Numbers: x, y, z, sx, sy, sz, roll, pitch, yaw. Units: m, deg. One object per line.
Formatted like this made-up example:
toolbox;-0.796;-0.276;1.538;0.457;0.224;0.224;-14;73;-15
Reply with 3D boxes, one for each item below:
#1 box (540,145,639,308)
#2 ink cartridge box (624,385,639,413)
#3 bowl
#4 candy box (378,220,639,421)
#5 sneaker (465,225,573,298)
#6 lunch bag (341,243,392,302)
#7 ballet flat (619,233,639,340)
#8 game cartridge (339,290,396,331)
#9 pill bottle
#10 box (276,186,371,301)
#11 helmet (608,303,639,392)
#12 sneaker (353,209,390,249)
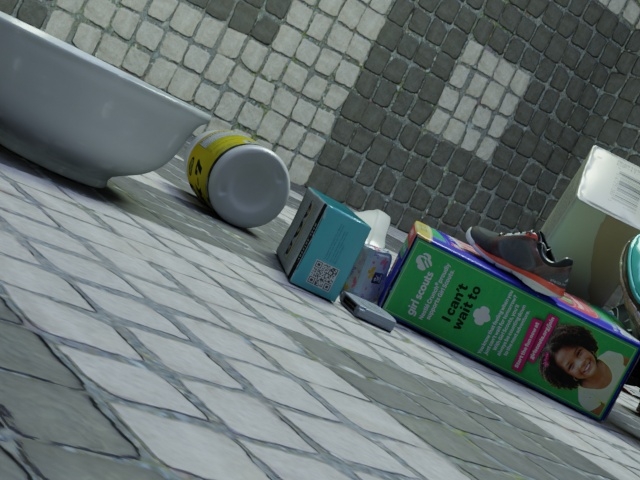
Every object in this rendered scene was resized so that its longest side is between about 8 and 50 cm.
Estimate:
box;0.371;0.032;1.848;0.121;0.311;0.148;27;43;3
ink cartridge box;0.507;0.259;1.899;0.115;0.029;0.063;25;5;-5
bowl;-0.284;-0.149;1.448;0.297;0.134;0.298;25;4;-2
candy box;0.242;0.096;1.673;0.317;0.122;0.268;25;7;1
sneaker;0.252;0.012;1.567;0.158;0.065;0.061;34;13;35
lunch bag;0.058;0.041;1.601;0.053;0.071;0.083;21;3;3
ballet flat;0.440;0.120;1.591;0.107;0.106;0.316;1;39;-4
game cartridge;0.057;0.083;1.461;0.056;0.017;0.083;21;6;-16
pill bottle;-0.128;-0.096;1.836;0.119;0.119;0.208;24;4;-23
box;0.000;0.000;1.553;0.060;0.101;0.244;26;5;-9
helmet;0.556;0.191;2.236;0.169;0.169;0.161;27;21;7
sneaker;0.028;-0.012;1.824;0.123;0.106;0.290;28;6;-1
